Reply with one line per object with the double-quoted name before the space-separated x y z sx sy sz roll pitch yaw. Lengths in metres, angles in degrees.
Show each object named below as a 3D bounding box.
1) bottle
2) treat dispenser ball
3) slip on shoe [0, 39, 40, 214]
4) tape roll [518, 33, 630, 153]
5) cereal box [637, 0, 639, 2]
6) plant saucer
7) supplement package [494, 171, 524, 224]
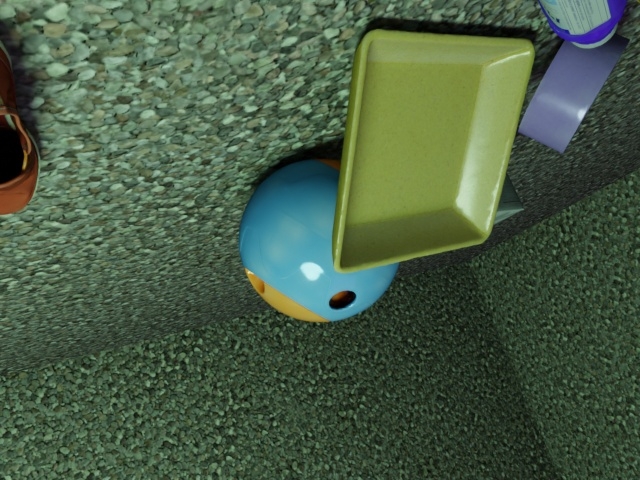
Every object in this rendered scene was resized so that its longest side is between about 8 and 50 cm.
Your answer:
"bottle" 0.297 -0.300 0.691 0.092 0.118 0.283 -28 164 26
"treat dispenser ball" 0.000 0.000 1.051 0.288 0.288 0.288 -19 166 -5
"slip on shoe" -0.355 -0.091 0.619 0.123 0.101 0.331 -15 166 -27
"tape roll" 0.392 -0.238 0.930 0.189 0.080 0.189 -52 162 -25
"cereal box" 0.416 -0.348 0.577 0.240 0.047 0.173 -51 168 21
"plant saucer" 0.150 -0.138 0.887 0.333 0.081 0.333 -10 119 -33
"supplement package" 0.245 -0.106 1.166 0.149 0.203 0.194 -7 162 -43
